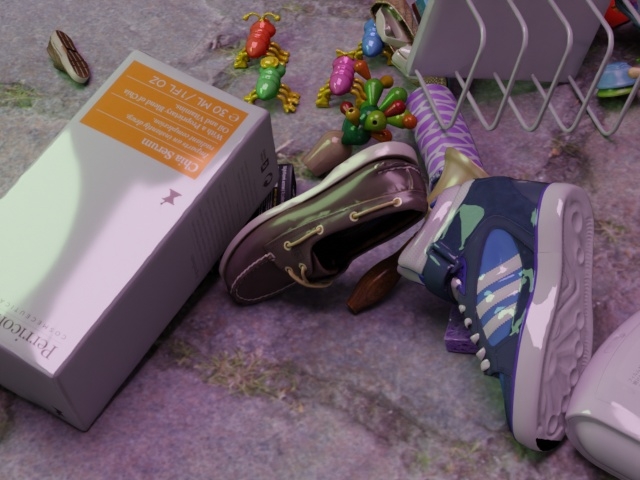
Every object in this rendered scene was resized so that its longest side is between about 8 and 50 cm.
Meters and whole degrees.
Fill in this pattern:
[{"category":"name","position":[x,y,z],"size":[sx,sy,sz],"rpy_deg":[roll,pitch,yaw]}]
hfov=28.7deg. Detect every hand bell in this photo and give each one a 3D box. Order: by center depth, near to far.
[{"category":"hand bell","position":[0.126,0.005,1.633],"size":[0.242,0.126,0.126],"rpy_deg":[-44,50,-4]}]

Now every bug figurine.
[{"category":"bug figurine","position":[-0.013,-0.291,1.988],"size":[0.279,0.072,0.216],"rpy_deg":[0,45,10]}]

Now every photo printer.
[{"category":"photo printer","position":[0.445,0.191,1.385],"size":[0.307,0.107,0.256],"rpy_deg":[26,54,32]}]

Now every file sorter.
[{"category":"file sorter","position":[0.295,-0.262,1.762],"size":[0.277,0.193,0.173],"rpy_deg":[0,45,-19]}]

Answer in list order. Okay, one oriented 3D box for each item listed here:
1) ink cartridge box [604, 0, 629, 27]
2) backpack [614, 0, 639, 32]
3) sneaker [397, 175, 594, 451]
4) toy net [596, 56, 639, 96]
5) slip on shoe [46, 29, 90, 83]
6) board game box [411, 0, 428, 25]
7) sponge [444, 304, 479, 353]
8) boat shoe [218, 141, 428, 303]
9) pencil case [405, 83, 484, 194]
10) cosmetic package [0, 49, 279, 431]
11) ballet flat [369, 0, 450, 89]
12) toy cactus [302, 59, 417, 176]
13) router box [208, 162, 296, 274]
[{"category":"ink cartridge box","position":[0.517,-0.479,2.094],"size":[0.275,0.060,0.239],"rpy_deg":[-26,45,-16]},{"category":"backpack","position":[0.548,-0.375,1.913],"size":[0.188,0.144,0.166],"rpy_deg":[-7,41,-24]},{"category":"sneaker","position":[0.197,0.081,1.507],"size":[0.236,0.130,0.323],"rpy_deg":[0,79,39]},{"category":"toy net","position":[0.494,-0.237,1.786],"size":[0.122,0.045,0.232],"rpy_deg":[-15,13,-17]},{"category":"slip on shoe","position":[-0.428,-0.300,2.099],"size":[0.041,0.051,0.135],"rpy_deg":[-48,52,18]},{"category":"board game box","position":[0.303,-0.400,1.914],"size":[0.316,0.064,0.242],"rpy_deg":[-22,7,3]},{"category":"sponge","position":[0.235,0.063,1.610],"size":[0.117,0.031,0.210],"rpy_deg":[4,47,16]},{"category":"boat shoe","position":[0.000,0.000,1.589],"size":[0.324,0.116,0.097],"rpy_deg":[-34,55,26]},{"category":"pencil case","position":[0.175,-0.136,1.792],"size":[0.086,0.088,0.206],"rpy_deg":[18,38,-25]},{"category":"cosmetic package","position":[-0.272,-0.011,1.617],"size":[0.230,0.161,0.453],"rpy_deg":[26,63,19]},{"category":"ballet flat","position":[0.131,-0.300,1.945],"size":[0.067,0.073,0.206],"rpy_deg":[-4,52,-32]},{"category":"toy cactus","position":[0.047,-0.168,1.813],"size":[0.180,0.112,0.219],"rpy_deg":[-40,20,5]},{"category":"router box","position":[-0.104,-0.032,1.758],"size":[0.133,0.046,0.179],"rpy_deg":[-4,45,6]}]
